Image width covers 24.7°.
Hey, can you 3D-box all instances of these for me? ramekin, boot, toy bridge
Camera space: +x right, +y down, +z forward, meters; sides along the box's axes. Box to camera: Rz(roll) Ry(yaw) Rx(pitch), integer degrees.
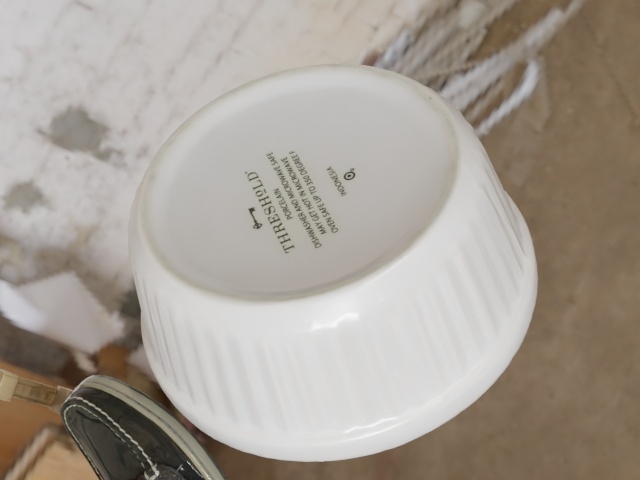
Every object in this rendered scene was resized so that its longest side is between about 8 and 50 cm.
[{"bbox_3d":[0.000,0.000,0.955,0.273,0.127,0.272,-9,47,9],"label":"ramekin"},{"bbox_3d":[-0.132,0.216,0.946,0.179,0.236,0.085,-36,-10,-36],"label":"boot"},{"bbox_3d":[-0.224,0.148,1.313,0.063,0.188,0.026,9,78,55],"label":"toy bridge"}]
